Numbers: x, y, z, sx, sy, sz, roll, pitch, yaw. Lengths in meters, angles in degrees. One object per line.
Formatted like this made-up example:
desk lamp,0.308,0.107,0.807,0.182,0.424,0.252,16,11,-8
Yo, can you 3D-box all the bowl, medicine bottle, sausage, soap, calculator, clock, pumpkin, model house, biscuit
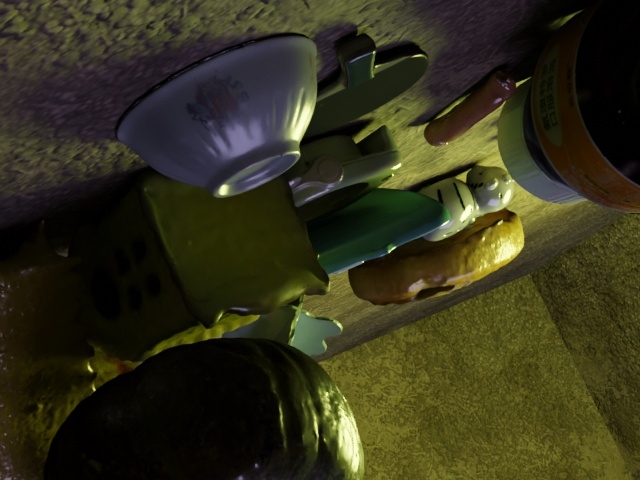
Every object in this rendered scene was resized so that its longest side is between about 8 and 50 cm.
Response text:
bowl,-0.071,-0.091,1.218,0.189,0.086,0.189,-25,170,-5
medicine bottle,0.332,-0.135,1.578,0.242,0.242,0.395,-23,175,-15
sausage,0.177,-0.154,1.682,0.042,0.036,0.158,-28,174,-39
soap,-0.291,0.174,1.420,0.169,0.304,0.338,-25,171,-27
calculator,0.000,0.000,1.696,0.256,0.054,0.386,-23,-168,-18
clock,-0.012,-0.064,1.590,0.191,0.062,0.151,-16,169,-45
pumpkin,-0.124,0.188,1.389,0.325,0.242,0.232,-23,143,-11
clock,0.214,-0.063,2.146,0.176,0.080,0.117,-19,169,-41
model house,-0.140,0.039,1.470,0.193,0.175,0.234,-17,164,-44
biscuit,0.187,0.030,2.317,0.296,0.102,0.296,-17,-172,2

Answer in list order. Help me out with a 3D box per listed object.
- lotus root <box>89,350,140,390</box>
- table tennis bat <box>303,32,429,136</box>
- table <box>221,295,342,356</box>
lotus root,-0.388,0.257,1.888,0.346,0.250,0.250,-28,172,-15
table tennis bat,0.036,-0.151,1.381,0.154,0.021,0.274,-26,173,-1
table,-0.067,0.153,2.406,0.166,0.166,0.198,-20,161,-31
